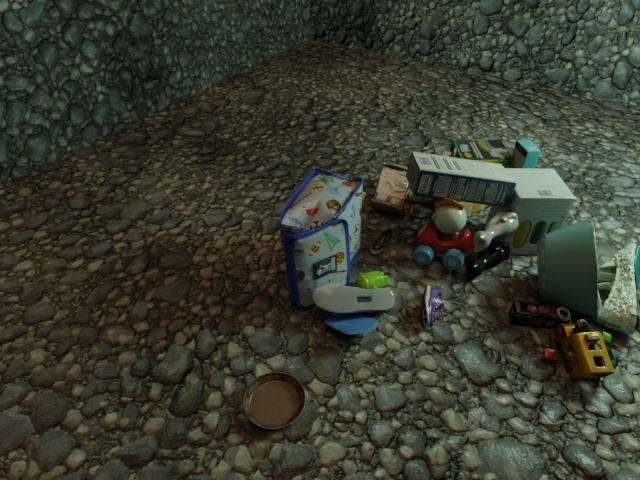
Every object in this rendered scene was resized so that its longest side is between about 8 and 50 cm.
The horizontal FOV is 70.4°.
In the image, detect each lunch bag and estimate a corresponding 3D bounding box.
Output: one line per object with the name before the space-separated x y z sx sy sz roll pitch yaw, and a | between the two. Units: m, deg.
lunch bag | 0.000 0.000 1.520 0.238 0.328 0.386 14 41 21

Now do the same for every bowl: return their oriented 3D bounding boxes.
bowl | 0.801 0.087 1.483 0.162 0.312 0.312 -2 36 28

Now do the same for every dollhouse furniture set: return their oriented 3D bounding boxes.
dollhouse furniture set | 0.342 -0.277 1.850 0.355 0.174 0.304 16 76 9

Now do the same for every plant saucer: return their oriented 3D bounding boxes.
plant saucer | -0.124 0.436 1.228 0.168 0.029 0.169 0 39 0

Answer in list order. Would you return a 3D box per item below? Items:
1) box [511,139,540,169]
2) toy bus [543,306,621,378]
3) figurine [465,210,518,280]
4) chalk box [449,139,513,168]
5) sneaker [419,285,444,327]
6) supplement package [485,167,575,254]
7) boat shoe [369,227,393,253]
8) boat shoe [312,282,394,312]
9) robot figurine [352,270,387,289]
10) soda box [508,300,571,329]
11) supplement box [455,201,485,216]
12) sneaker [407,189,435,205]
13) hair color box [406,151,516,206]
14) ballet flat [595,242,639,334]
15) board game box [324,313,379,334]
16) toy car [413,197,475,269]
box | 0.856 -0.299 1.943 0.060 0.245 0.101 -5 41 -6
toy bus | 0.764 0.299 1.312 0.202 0.104 0.191 38 67 17
figurine | 0.589 0.020 1.590 0.209 0.215 0.092 -32 47 -30
chalk box | 0.672 -0.331 2.034 0.288 0.179 0.180 -1 41 0
sneaker | 0.366 0.212 1.473 0.071 0.068 0.170 16 42 9
supplement package | 0.773 -0.107 1.701 0.199 0.263 0.198 0 40 -1
boat shoe | 0.234 0.000 1.738 0.049 0.040 0.142 25 46 26
boat shoe | 0.101 0.189 1.463 0.267 0.088 0.096 -1 74 -11
robot figurine | 0.170 0.142 1.545 0.115 0.067 0.101 -11 31 -23
soda box | 0.697 0.240 1.447 0.168 0.060 0.053 7 42 6
supplement box | 0.614 -0.155 1.901 0.233 0.080 0.078 -25 46 -29
sneaker | 0.476 -0.187 1.935 0.208 0.082 0.094 -4 46 -3
hair color box | 0.499 -0.222 1.639 0.346 0.105 0.174 8 31 -4
ballet flat | 0.994 0.140 1.518 0.146 0.147 0.409 20 44 22
board game box | 0.096 0.268 1.417 0.133 0.033 0.168 -15 19 -37
toy car | 0.446 -0.059 1.639 0.210 0.238 0.219 8 40 29
